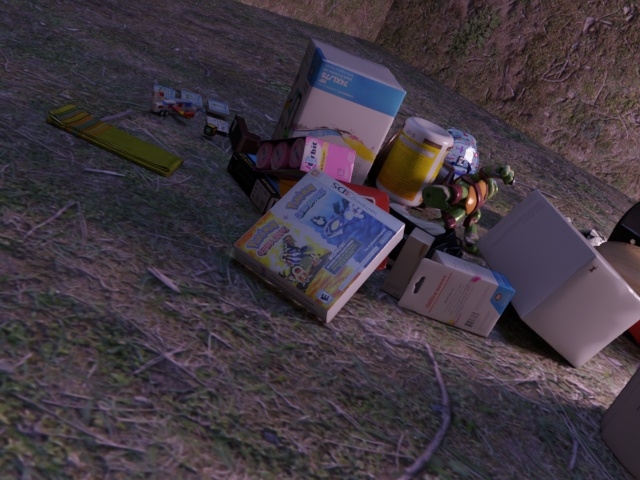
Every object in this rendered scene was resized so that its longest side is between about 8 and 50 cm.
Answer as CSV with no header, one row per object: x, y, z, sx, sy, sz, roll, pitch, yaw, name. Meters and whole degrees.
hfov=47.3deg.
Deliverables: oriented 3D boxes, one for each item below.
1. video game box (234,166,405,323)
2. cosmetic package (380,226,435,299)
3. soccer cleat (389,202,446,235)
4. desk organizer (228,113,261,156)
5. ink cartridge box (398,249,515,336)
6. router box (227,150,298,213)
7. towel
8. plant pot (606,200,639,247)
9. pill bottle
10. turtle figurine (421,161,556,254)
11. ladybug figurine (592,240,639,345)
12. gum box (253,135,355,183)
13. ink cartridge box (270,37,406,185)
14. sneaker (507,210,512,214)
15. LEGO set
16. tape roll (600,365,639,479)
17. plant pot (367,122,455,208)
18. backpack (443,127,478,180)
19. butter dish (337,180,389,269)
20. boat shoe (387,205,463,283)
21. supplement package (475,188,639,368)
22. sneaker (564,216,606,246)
0.000,0.000,1.148,0.187,0.048,0.205,32,61,20,video game box
0.153,0.040,1.279,0.041,0.115,0.060,30,23,9,cosmetic package
0.191,-0.021,1.530,0.076,0.068,0.196,-4,29,-42,soccer cleat
-0.167,-0.228,1.614,0.050,0.047,0.130,19,23,-23,desk organizer
0.229,0.087,1.271,0.181,0.104,0.062,20,23,-14,ink cartridge box
-0.088,-0.106,1.430,0.133,0.046,0.179,8,28,-38,router box
-0.370,-0.186,1.337,0.237,0.021,0.102,25,23,-3,towel
0.900,0.022,2.062,0.166,0.188,0.187,-14,43,-39,plant pot
0.200,-0.158,1.631,0.117,0.215,0.117,22,23,-10,pill bottle
0.354,-0.064,1.602,0.266,0.198,0.275,-18,70,-38,turtle figurine
0.777,0.165,1.615,0.449,0.162,0.305,41,27,31,ladybug figurine
-0.035,-0.146,1.339,0.107,0.062,0.188,11,-2,-32,gum box
0.028,-0.264,1.607,0.197,0.270,0.198,17,24,-17,ink cartridge box
0.529,-0.046,1.940,0.094,0.082,0.208,32,15,32,sneaker
-0.287,-0.307,1.647,0.182,0.060,0.244,15,25,-17,LEGO set
0.588,0.290,1.131,0.246,0.169,0.246,23,23,-10,tape roll
0.228,-0.173,1.788,0.165,0.167,0.167,39,24,10,plant pot
0.350,-0.202,1.945,0.158,0.173,0.117,18,24,-22,backpack
0.030,-0.012,1.270,0.160,0.118,0.160,10,62,-10,butter dish
0.212,0.017,1.393,0.340,0.113,0.127,29,21,7,boat shoe
0.455,0.066,1.415,0.177,0.175,0.293,40,16,-22,supplement package
0.705,0.046,1.862,0.292,0.118,0.110,31,21,7,sneaker
